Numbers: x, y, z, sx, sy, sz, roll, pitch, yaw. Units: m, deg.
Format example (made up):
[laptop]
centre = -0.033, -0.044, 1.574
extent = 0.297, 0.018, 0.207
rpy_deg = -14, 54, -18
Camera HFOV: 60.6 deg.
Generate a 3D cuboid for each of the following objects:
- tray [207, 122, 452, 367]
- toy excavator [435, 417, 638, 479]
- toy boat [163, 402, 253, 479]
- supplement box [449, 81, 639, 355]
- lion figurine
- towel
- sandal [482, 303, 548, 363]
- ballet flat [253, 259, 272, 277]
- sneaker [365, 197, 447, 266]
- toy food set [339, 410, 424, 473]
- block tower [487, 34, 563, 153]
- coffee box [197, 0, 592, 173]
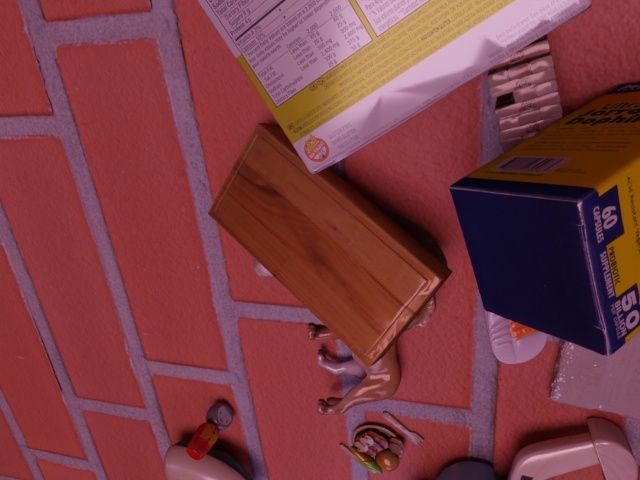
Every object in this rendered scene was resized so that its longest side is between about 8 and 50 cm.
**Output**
[tray]
centre = 0.000, 0.000, 0.950
extent = 0.411, 0.076, 0.203
rpy_deg = 42, 115, 18
[toy excavator]
centre = 0.386, 0.556, 1.145
extent = 0.432, 0.222, 0.446
rpy_deg = 7, 110, 15
[toy boat]
centre = -0.279, 0.564, 1.420
extent = 0.267, 0.148, 0.318
rpy_deg = 19, 129, 15
[supplement box]
centre = 0.377, -0.053, 0.697
extent = 0.195, 0.356, 0.194
rpy_deg = 19, 135, 60
[lion figurine]
centre = 0.104, 0.218, 1.106
extent = 0.240, 0.142, 0.392
rpy_deg = -2, 132, 5
[towel]
centre = 0.528, 0.198, 0.981
extent = 0.187, 0.049, 0.282
rpy_deg = 9, 121, 16
[sandal]
centre = 0.337, 0.084, 0.978
extent = 0.101, 0.076, 0.266
rpy_deg = -9, 93, 8
[ballet flat]
centre = -0.084, 0.034, 1.103
extent = 0.168, 0.052, 0.057
rpy_deg = -36, 101, 31
[sneaker]
centre = 0.121, 0.021, 1.003
extent = 0.222, 0.083, 0.118
rpy_deg = 37, 131, 20
[toy food set]
centre = 0.134, 0.485, 1.278
extent = 0.132, 0.038, 0.192
rpy_deg = 38, 123, -3
[block tower]
centre = 0.336, -0.129, 0.846
extent = 0.097, 0.091, 0.336
rpy_deg = -13, 112, 26
[coffee box]
centre = 0.079, -0.348, 0.671
extent = 0.338, 0.338, 0.334
rpy_deg = -27, 105, 30
